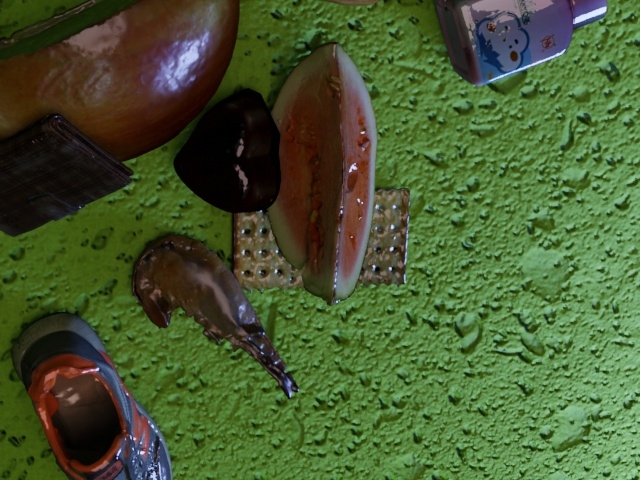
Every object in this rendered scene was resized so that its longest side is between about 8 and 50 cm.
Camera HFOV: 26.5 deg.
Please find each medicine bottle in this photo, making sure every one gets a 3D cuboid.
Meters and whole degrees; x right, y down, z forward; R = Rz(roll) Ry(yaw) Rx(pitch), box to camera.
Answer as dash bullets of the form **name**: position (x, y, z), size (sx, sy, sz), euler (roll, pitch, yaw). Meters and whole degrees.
- **medicine bottle**: position (0.246, -0.276, 1.654), size (0.188, 0.094, 0.119), euler (-21, 113, -7)

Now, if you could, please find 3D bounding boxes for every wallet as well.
- **wallet**: position (-0.323, -0.070, 1.522), size (0.230, 0.042, 0.124), euler (-20, 136, 39)

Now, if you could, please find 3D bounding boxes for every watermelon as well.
- **watermelon**: position (-0.011, -0.084, 1.641), size (0.128, 0.159, 0.304), euler (3, 97, 15)

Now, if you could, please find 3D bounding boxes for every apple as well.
- **apple**: position (-0.230, -0.203, 1.535), size (0.346, 0.254, 0.179), euler (-26, 74, -5)

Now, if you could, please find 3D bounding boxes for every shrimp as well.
- **shrimp**: position (-0.134, 0.105, 1.712), size (0.117, 0.066, 0.262), euler (-32, 101, 14)

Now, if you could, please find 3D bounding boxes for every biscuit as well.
- **biscuit**: position (0.000, 0.000, 1.733), size (0.231, 0.016, 0.139), euler (-3, 110, -14)

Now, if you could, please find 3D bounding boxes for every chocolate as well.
- **chocolate**: position (-0.116, -0.105, 1.605), size (0.125, 0.080, 0.149), euler (1, 97, 13)

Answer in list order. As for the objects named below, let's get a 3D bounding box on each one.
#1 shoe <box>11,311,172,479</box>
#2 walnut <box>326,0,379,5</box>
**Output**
- **shoe**: position (-0.264, 0.258, 1.671), size (0.132, 0.171, 0.336), euler (-25, 114, -6)
- **walnut**: position (0.022, -0.362, 1.513), size (0.221, 0.195, 0.195), euler (19, 104, -23)
